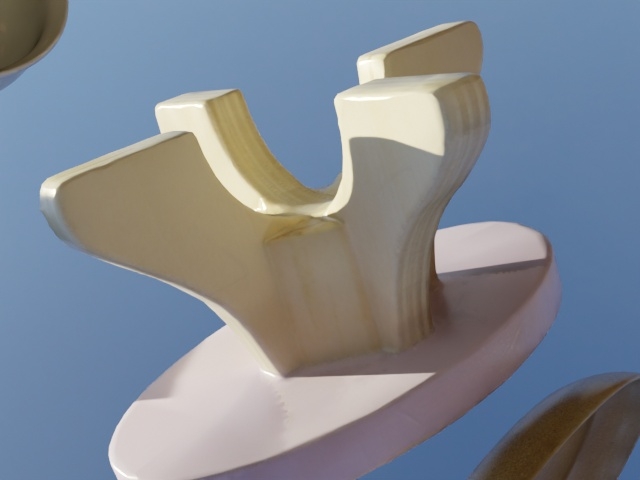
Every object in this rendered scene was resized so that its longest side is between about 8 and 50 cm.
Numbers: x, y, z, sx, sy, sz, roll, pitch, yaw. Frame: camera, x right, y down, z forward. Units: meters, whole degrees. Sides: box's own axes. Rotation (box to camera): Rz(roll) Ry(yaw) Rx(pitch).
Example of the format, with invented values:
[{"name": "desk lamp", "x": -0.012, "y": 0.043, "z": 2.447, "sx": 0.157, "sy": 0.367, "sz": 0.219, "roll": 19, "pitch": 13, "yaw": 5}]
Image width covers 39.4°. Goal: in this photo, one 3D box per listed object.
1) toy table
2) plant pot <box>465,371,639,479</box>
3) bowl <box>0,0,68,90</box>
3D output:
[{"name": "toy table", "x": 0.000, "y": 0.000, "z": 0.459, "sx": 0.252, "sy": 0.160, "sz": 0.274, "roll": 1, "pitch": -154, "yaw": 45}, {"name": "plant pot", "x": 0.103, "y": 0.165, "z": 0.489, "sx": 0.032, "sy": 0.236, "sz": 0.236, "roll": 34, "pitch": -134, "yaw": 31}, {"name": "bowl", "x": -0.436, "y": -0.248, "z": 0.967, "sx": 0.298, "sy": 0.134, "sz": 0.297, "roll": 16, "pitch": -127, "yaw": -21}]
